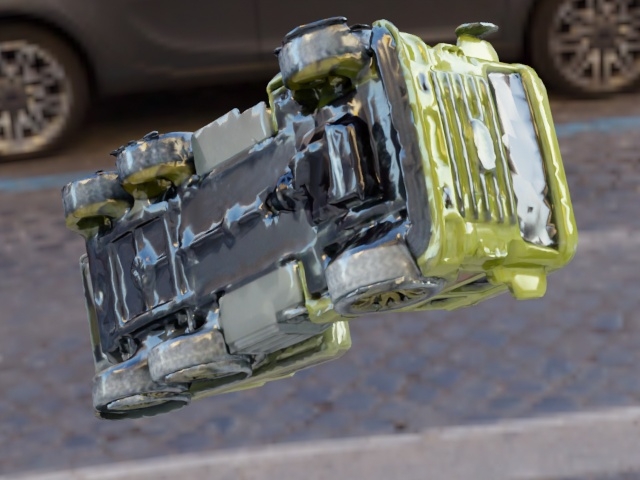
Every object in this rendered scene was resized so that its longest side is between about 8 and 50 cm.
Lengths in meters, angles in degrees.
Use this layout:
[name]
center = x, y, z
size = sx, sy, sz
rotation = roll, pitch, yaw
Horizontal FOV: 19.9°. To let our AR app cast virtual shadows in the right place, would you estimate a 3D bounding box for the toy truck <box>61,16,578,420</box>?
[toy truck]
center = 0.000, 0.000, 0.859
size = 0.157, 0.124, 0.272
rotation = 0, -18, -41
